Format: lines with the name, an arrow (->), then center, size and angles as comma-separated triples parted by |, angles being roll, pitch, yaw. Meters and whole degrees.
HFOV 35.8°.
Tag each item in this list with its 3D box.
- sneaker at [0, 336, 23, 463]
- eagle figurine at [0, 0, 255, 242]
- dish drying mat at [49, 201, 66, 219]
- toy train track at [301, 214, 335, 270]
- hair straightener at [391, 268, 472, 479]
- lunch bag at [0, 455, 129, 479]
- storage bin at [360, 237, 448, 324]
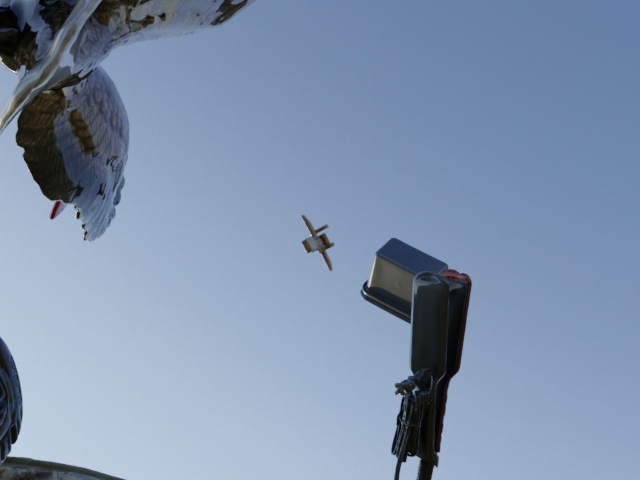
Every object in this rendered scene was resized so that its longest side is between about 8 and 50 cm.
sneaker -> -0.293, 0.144, 0.541 | 0.130, 0.286, 0.109 | 0, -69, 24
eagle figurine -> -0.147, -0.131, 0.629 | 0.226, 0.225, 0.298 | -8, -18, 33
dish drying mat -> -0.189, -0.055, 0.769 | 0.008, 0.032, 0.083 | 30, -65, -5
toy train track -> 0.000, 0.000, 0.736 | 0.014, 0.083, 0.048 | -28, -91, 9
hair straightener -> 0.086, 0.140, 0.918 | 0.089, 0.047, 0.230 | 2, -78, -51
lunch bag -> -0.355, 0.408, 1.243 | 0.287, 0.169, 0.235 | 24, -89, -30
storage bin -> 0.142, 0.058, 1.554 | 0.098, 0.135, 0.091 | -40, -32, -40
